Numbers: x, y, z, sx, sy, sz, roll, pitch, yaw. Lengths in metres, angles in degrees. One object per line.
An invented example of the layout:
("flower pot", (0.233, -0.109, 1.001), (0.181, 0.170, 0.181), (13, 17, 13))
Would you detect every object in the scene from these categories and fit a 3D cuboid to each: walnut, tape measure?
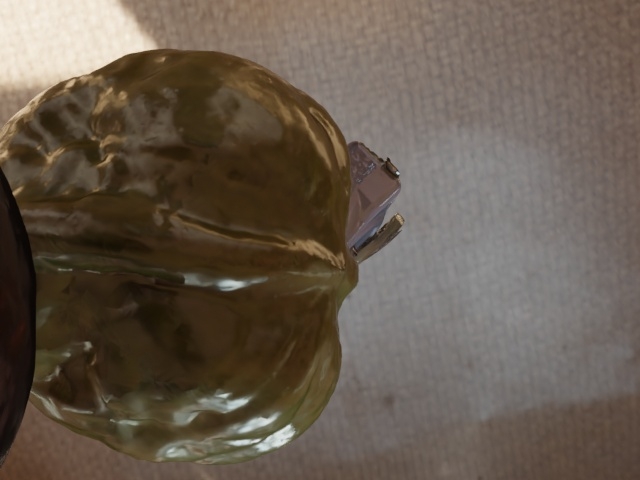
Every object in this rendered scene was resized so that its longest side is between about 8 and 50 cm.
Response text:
("walnut", (-0.110, 0.012, 0.950), (0.276, 0.282, 0.253), (5, 150, 25))
("tape measure", (0.002, -0.001, 1.416), (0.105, 0.178, 0.196), (44, 84, 5))

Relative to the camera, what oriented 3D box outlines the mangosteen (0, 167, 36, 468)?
("mangosteen", (-0.266, 0.030, 0.516), (0.297, 0.313, 0.297), (-15, 116, -33))
